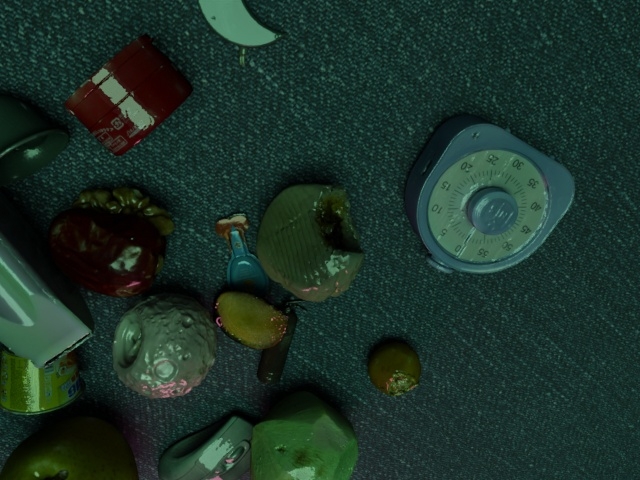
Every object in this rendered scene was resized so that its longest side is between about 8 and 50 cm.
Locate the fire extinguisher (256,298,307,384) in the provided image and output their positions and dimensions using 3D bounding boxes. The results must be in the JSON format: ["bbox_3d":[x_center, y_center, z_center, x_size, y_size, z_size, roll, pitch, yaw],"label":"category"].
[{"bbox_3d":[-0.103,0.268,1.424,0.089,0.072,0.268,13,112,-7],"label":"fire extinguisher"}]

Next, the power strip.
[{"bbox_3d":[-0.170,-0.498,1.081,0.167,0.054,0.254,-13,115,1],"label":"power strip"}]

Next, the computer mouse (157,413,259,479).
[{"bbox_3d":[-0.321,0.657,1.552,0.370,0.122,0.188,-34,115,5],"label":"computer mouse"}]

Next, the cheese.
[{"bbox_3d":[-0.200,0.051,1.335,0.106,0.037,0.256,-13,114,-3],"label":"cheese"}]

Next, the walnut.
[{"bbox_3d":[-0.476,-0.003,1.177,0.268,0.222,0.244,14,100,-2],"label":"walnut"}]

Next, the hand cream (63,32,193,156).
[{"bbox_3d":[-0.382,-0.289,1.054,0.230,0.230,0.149,-35,113,9],"label":"hand cream"}]

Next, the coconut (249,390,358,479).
[{"bbox_3d":[-0.059,0.586,1.460,0.328,0.281,0.329,-5,107,-18],"label":"coconut"}]

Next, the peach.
[{"bbox_3d":[-0.168,0.188,1.335,0.279,0.068,0.189,-10,119,39],"label":"peach"}]

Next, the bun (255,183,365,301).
[{"bbox_3d":[-0.012,0.009,1.244,0.282,0.281,0.204,-50,152,15],"label":"bun"}]

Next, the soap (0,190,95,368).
[{"bbox_3d":[-0.683,0.055,1.121,0.156,0.261,0.446,-35,109,-11],"label":"soap"}]

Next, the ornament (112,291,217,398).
[{"bbox_3d":[-0.375,0.259,1.288,0.225,0.259,0.260,17,114,-46],"label":"ornament"}]

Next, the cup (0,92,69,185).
[{"bbox_3d":[-0.657,-0.227,1.086,0.199,0.199,0.150,-36,96,9],"label":"cup"}]

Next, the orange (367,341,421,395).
[{"bbox_3d":[0.211,0.366,1.479,0.154,0.134,0.155,0,110,-1],"label":"orange"}]

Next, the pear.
[{"bbox_3d":[-0.658,0.658,1.376,0.361,0.363,0.419,0,144,-7],"label":"pear"}]

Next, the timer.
[{"bbox_3d":[0.391,-0.082,1.279,0.394,0.173,0.396,-3,115,-7],"label":"timer"}]

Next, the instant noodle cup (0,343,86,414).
[{"bbox_3d":[-0.704,0.318,1.307,0.204,0.205,0.153,2,108,-8],"label":"instant noodle cup"}]
